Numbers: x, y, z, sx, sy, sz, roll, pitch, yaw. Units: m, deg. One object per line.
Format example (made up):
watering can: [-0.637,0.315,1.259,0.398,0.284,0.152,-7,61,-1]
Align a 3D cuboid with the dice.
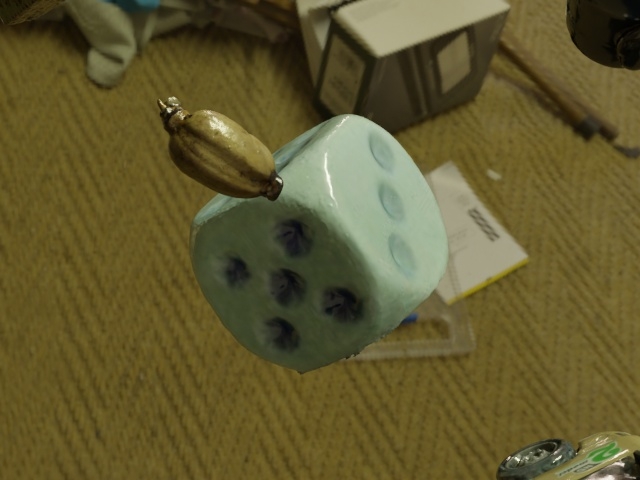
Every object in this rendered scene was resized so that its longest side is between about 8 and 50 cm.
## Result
dice: [0.000,0.000,1.322,0.262,0.265,0.268,56,34,-10]

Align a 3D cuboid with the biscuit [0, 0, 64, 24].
biscuit: [-0.323,-0.375,1.180,0.073,0.388,0.107,-31,103,-37]

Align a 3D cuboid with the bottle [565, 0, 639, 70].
bottle: [0.168,-0.177,0.442,0.072,0.244,0.082,-6,63,0]

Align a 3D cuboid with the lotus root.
lotus root: [-0.103,-0.089,0.940,0.152,0.072,0.063,38,26,-15]

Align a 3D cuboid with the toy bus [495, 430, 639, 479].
toy bus: [0.105,0.274,0.614,0.366,0.202,0.176,-25,90,-9]
